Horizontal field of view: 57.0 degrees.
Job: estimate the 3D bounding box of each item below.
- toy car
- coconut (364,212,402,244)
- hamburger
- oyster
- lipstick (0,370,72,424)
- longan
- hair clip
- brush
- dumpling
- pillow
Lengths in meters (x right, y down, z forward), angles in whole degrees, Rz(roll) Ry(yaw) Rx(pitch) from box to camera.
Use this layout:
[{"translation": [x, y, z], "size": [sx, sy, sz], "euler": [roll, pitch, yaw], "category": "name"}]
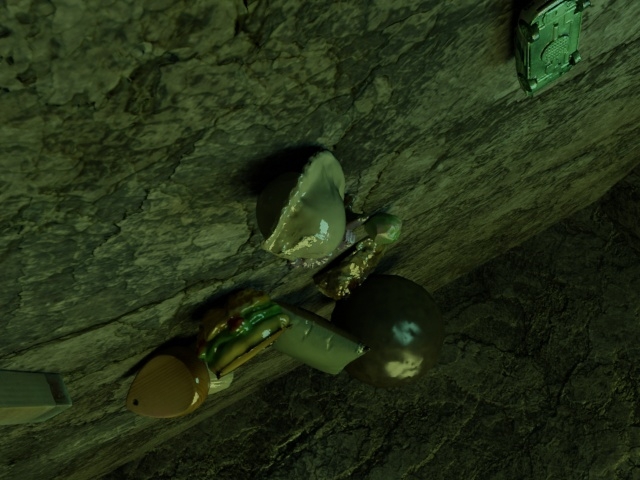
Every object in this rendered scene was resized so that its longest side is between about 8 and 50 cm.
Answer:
[{"translation": [0.335, -0.304, 0.884], "size": [0.090, 0.076, 0.224], "euler": [-31, 156, 8], "category": "toy car"}, {"translation": [0.154, -0.029, 1.411], "size": [0.082, 0.081, 0.083], "euler": [-46, 153, 9], "category": "coconut"}, {"translation": [-0.194, 0.206, 1.394], "size": [0.237, 0.149, 0.237], "euler": [-34, 171, -6], "category": "hamburger"}, {"translation": [0.094, 0.081, 1.617], "size": [0.232, 0.107, 0.161], "euler": [-34, 156, 8], "category": "oyster"}, {"translation": [-0.588, 0.287, 1.072], "size": [0.076, 0.080, 0.371], "euler": [-28, 164, -2], "category": "lipstick"}, {"translation": [0.213, 0.302, 1.968], "size": [0.391, 0.391, 0.391], "euler": [-27, 164, -8], "category": "longan"}, {"translation": [0.000, 0.000, 1.254], "size": [0.106, 0.085, 0.292], "euler": [2, 154, -30], "category": "hair clip"}, {"translation": [-0.379, 0.366, 1.552], "size": [0.266, 0.174, 0.166], "euler": [-28, 176, 23], "category": "brush"}, {"translation": [-0.019, -0.063, 0.930], "size": [0.247, 0.142, 0.173], "euler": [-28, 140, -64], "category": "dumpling"}, {"translation": [-0.033, 0.296, 1.761], "size": [0.119, 0.310, 0.312], "euler": [-61, 180, -27], "category": "pillow"}]
